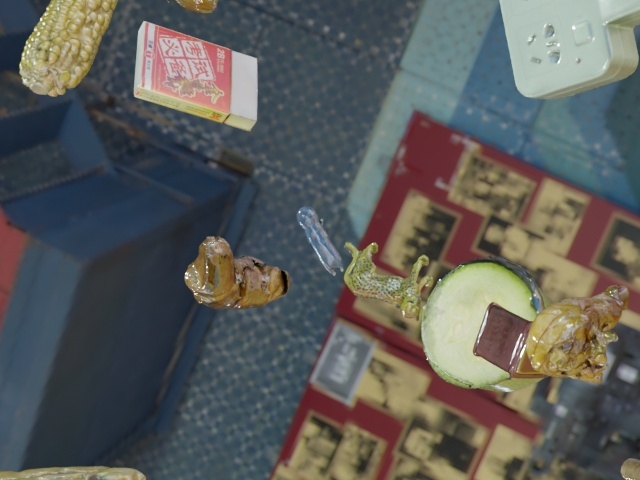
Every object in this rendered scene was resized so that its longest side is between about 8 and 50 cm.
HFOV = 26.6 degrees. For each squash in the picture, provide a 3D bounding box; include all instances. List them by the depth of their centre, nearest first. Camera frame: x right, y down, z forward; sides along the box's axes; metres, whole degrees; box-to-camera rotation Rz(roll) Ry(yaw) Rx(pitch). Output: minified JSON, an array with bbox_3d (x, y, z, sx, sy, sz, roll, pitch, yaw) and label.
[{"bbox_3d":[0.274,0.141,2.206,0.220,0.220,0.133,-65,-25,-4],"label":"squash"}]

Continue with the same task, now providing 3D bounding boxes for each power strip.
[{"bbox_3d":[0.400,-0.341,1.944,0.141,0.261,0.230,-5,-98,-48],"label":"power strip"}]

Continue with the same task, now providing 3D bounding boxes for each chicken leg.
[{"bbox_3d":[0.341,0.111,1.709,0.207,0.101,0.085,-25,-43,-45],"label":"chicken leg"}]

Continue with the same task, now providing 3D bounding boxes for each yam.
[{"bbox_3d":[0.542,0.375,2.078,0.046,0.046,0.264,-64,15,-7],"label":"yam"}]

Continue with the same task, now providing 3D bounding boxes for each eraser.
[{"bbox_3d":[-0.223,-0.296,2.450,0.038,0.230,0.157,-48,35,46],"label":"eraser"}]

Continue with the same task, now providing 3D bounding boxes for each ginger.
[{"bbox_3d":[-0.167,0.073,2.504,0.309,0.133,0.107,16,-125,-67],"label":"ginger"}]

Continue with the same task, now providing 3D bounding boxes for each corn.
[{"bbox_3d":[-0.311,-0.301,1.765,0.086,0.086,0.288,95,-168,-59],"label":"corn"}]

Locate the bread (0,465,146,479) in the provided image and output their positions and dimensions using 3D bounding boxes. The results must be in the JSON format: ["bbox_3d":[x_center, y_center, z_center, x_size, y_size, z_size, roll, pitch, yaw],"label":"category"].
[{"bbox_3d":[-0.436,0.503,2.131,0.167,0.324,0.278,-116,30,-73],"label":"bread"}]

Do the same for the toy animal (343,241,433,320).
[{"bbox_3d":[0.106,0.072,2.359,0.136,0.181,0.073,-57,-19,-45],"label":"toy animal"}]

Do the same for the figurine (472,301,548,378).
[{"bbox_3d":[0.295,0.153,1.906,0.154,0.098,0.082,27,96,62],"label":"figurine"}]

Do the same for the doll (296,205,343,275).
[{"bbox_3d":[0.000,0.000,2.223,0.037,0.125,0.027,-29,2,23],"label":"doll"}]

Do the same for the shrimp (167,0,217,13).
[{"bbox_3d":[-0.194,-0.320,1.533,0.051,0.217,0.115,-42,-31,-25],"label":"shrimp"}]
